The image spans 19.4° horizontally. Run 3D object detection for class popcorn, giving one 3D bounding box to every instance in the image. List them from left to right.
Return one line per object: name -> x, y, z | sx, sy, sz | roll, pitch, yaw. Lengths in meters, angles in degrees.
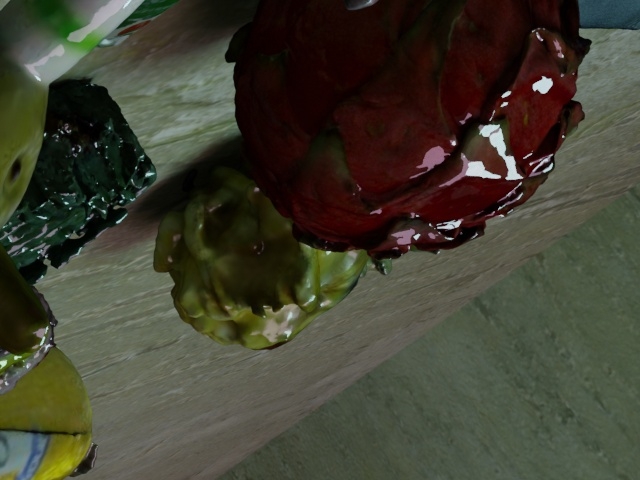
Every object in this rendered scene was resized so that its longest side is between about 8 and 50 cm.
popcorn -> -0.048, 0.000, 1.697 | 0.218, 0.169, 0.189 | -46, 170, 21

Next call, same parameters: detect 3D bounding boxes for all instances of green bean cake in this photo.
green bean cake -> -0.219, -0.037, 1.229 | 0.193, 0.107, 0.208 | -30, 168, 1

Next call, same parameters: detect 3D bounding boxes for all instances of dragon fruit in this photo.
dragon fruit -> 0.067, -0.123, 1.305 | 0.299, 0.244, 0.244 | -57, 161, 16

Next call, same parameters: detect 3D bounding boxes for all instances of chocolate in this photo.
chocolate -> -0.379, 0.206, 1.639 | 0.162, 0.162, 0.445 | -37, 172, 31

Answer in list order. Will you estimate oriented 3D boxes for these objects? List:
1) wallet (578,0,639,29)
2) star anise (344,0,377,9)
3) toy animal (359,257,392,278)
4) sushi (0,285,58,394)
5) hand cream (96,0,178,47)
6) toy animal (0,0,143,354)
wallet -> 0.274, -0.256, 1.727 | 0.191, 0.046, 0.379 | -38, 166, 31
star anise -> 0.082, -0.261, 0.894 | 0.292, 0.109, 0.349 | -50, 154, -3
toy animal -> 0.000, 0.000, 2.069 | 0.101, 0.103, 0.219 | -9, 180, 18
sushi -> -0.333, 0.109, 1.550 | 0.241, 0.107, 0.161 | -38, 168, -6
hand cream -> -0.078, -0.180, 1.110 | 0.095, 0.059, 0.276 | -16, 166, -47
toy animal -> -0.225, -0.036, 0.992 | 0.181, 0.180, 0.363 | 14, 141, -44
